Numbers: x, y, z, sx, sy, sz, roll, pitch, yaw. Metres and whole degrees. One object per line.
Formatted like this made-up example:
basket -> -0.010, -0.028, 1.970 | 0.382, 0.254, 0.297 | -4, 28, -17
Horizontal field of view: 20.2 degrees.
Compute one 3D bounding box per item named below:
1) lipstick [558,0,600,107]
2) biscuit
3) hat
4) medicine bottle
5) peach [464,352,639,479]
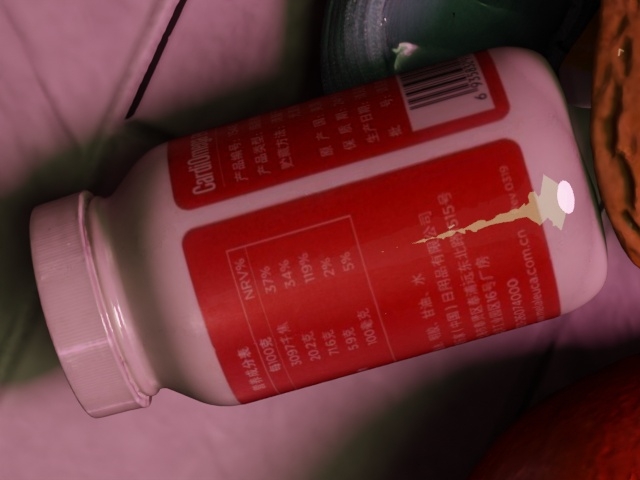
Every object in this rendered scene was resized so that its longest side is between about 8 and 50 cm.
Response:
lipstick -> 0.140, -0.201, 0.922 | 0.059, 0.059, 0.264 | -17, 111, -20
biscuit -> 0.199, -0.076, 0.899 | 0.277, 0.052, 0.262 | 43, 53, -51
hat -> 0.069, -0.129, 0.896 | 0.138, 0.078, 0.191 | 16, 116, -26
medicine bottle -> 0.000, 0.000, 0.839 | 0.250, 0.131, 0.131 | -16, 113, 3
peach -> 0.248, 0.200, 0.935 | 0.406, 0.335, 0.310 | 19, 89, -24
